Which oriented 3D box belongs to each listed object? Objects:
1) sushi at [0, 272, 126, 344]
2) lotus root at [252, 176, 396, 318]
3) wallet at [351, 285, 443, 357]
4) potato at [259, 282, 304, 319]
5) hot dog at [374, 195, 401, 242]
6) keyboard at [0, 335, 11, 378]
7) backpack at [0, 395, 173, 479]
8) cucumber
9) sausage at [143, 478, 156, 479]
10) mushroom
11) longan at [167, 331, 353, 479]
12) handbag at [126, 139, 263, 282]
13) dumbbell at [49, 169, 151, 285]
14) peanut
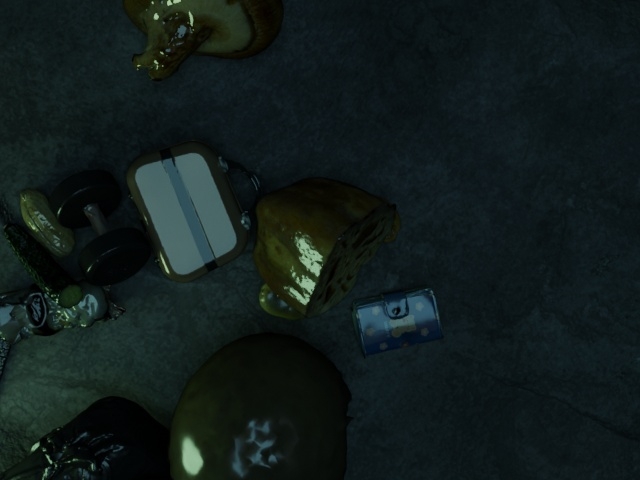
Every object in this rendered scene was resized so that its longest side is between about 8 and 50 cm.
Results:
[{"bbox_3d":[-0.604,0.151,1.857,0.332,0.130,0.124,-14,103,-9],"label":"sushi"},{"bbox_3d":[0.000,0.000,1.857,0.250,0.316,0.316,32,92,28],"label":"lotus root"},{"bbox_3d":[0.181,0.190,1.991,0.202,0.059,0.141,-13,95,-5],"label":"wallet"},{"bbox_3d":[-0.075,0.136,1.949,0.138,0.070,0.092,16,95,-7],"label":"potato"},{"bbox_3d":[0.127,-0.059,1.962,0.140,0.060,0.090,36,87,-16],"label":"hot dog"},{"bbox_3d":[-0.753,0.289,1.911,0.060,0.018,0.195,18,94,-11],"label":"keyboard"},{"bbox_3d":[-0.530,0.554,1.820,0.445,0.255,0.363,-30,137,2],"label":"backpack"},{"bbox_3d":[-0.612,0.047,1.814,0.293,0.067,0.067,37,91,34],"label":"cucumber"},{"bbox_3d":[-0.273,0.604,1.846,0.088,0.088,0.433,-46,142,0],"label":"sausage"},{"bbox_3d":[-0.243,-0.475,1.759,0.345,0.345,0.260,9,70,-8],"label":"mushroom"},{"bbox_3d":[-0.111,0.399,1.771,0.404,0.404,0.436,49,45,-9],"label":"longan"},{"bbox_3d":[-0.265,-0.081,1.868,0.283,0.149,0.302,-21,96,-6],"label":"handbag"},{"bbox_3d":[-0.474,-0.027,1.804,0.152,0.152,0.218,-31,69,-3],"label":"dumbbell"},{"bbox_3d":[-0.608,-0.041,1.866,0.080,0.080,0.174,-34,94,-2],"label":"peanut"}]
